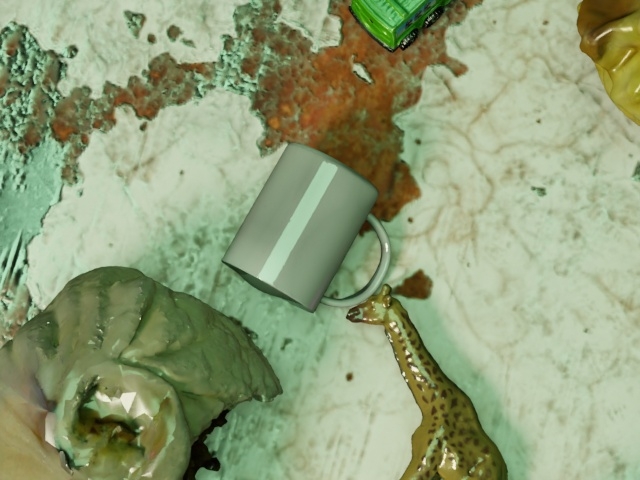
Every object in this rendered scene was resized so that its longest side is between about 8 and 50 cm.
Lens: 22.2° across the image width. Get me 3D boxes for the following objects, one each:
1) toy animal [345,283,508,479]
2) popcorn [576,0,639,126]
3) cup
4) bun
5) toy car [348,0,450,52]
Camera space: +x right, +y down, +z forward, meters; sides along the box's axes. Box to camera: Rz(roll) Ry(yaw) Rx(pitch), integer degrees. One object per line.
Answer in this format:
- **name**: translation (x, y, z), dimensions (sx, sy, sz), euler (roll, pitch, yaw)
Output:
- **toy animal**: translation (0.096, 0.177, 1.480), dimensions (0.149, 0.054, 0.275), euler (0, 84, 7)
- **popcorn**: translation (0.375, -0.218, 1.446), dimensions (0.332, 0.225, 0.265), euler (-6, 93, -18)
- **cup**: translation (-0.008, -0.004, 1.505), dimensions (0.099, 0.136, 0.133), euler (23, 82, 41)
- **bun**: translation (-0.184, 0.159, 1.428), dimensions (0.282, 0.205, 0.281), euler (-1, 81, 6)
- **toy car**: translation (0.103, -0.256, 1.538), dimensions (0.165, 0.062, 0.071), euler (-43, 81, -3)
